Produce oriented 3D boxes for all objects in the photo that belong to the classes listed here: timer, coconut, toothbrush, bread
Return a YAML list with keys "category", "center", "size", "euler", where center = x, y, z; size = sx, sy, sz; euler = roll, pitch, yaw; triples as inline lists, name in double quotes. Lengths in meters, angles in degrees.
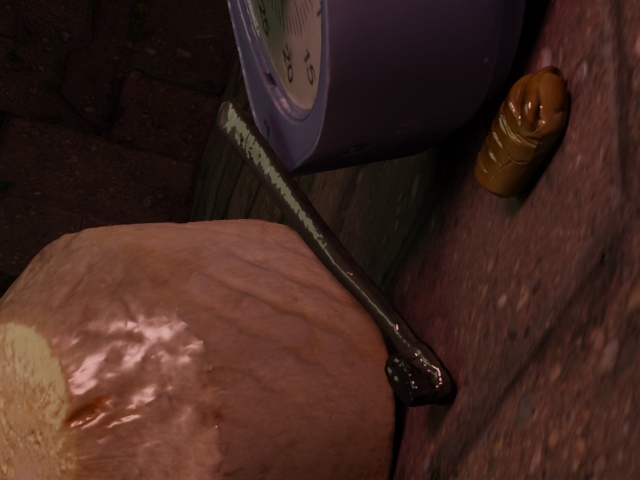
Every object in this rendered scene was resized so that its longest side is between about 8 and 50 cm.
- category: "timer"
  center: [-0.001, -0.241, 0.922]
  size: [0.395, 0.173, 0.395]
  euler: [170, 90, -78]
- category: "coconut"
  center: [-0.087, 0.134, 0.982]
  size: [0.329, 0.328, 0.329]
  euler: [-165, 90, -81]
- category: "toothbrush"
  center: [0.000, 0.000, 0.927]
  size: [0.297, 0.030, 0.030]
  euler: [54, 142, 38]
- category: "bread"
  center: [0.111, -0.060, 0.794]
  size: [0.088, 0.033, 0.049]
  euler: [116, 172, -52]
